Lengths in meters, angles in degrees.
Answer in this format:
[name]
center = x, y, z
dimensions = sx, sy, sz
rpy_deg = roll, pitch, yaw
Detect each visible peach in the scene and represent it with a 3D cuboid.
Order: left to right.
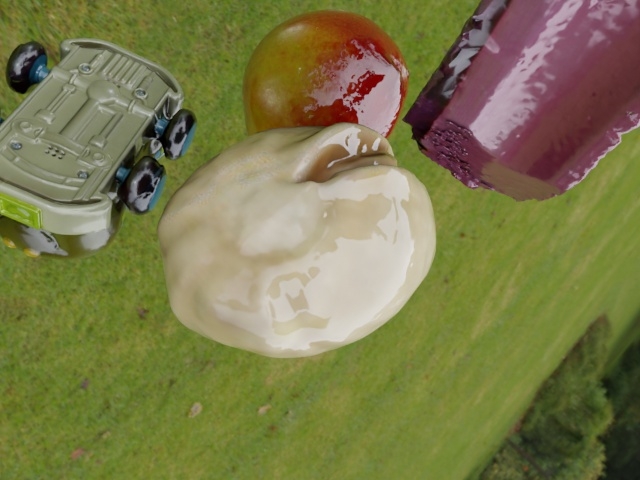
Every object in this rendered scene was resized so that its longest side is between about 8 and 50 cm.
[peach]
center = 0.013, -0.168, 0.704
dimensions = 0.197, 0.197, 0.197
rpy_deg = -33, 146, -26

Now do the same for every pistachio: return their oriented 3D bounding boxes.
[pistachio]
center = 0.000, 0.000, 0.559
dimensions = 0.214, 0.193, 0.318
rpy_deg = -48, 159, 25

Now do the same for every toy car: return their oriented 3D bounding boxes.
[toy car]
center = -0.266, -0.081, 0.696
dimensions = 0.198, 0.204, 0.247
rpy_deg = 120, -8, -51

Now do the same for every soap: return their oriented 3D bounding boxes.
[soap]
center = 0.152, -0.136, 0.368
dimensions = 0.182, 0.112, 0.289
rpy_deg = -59, 179, -29
